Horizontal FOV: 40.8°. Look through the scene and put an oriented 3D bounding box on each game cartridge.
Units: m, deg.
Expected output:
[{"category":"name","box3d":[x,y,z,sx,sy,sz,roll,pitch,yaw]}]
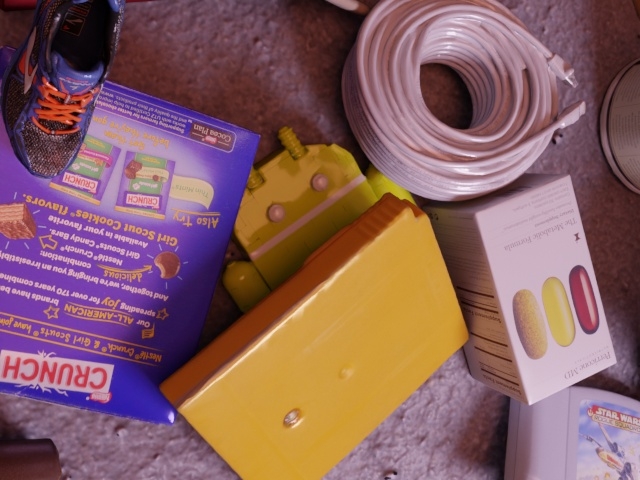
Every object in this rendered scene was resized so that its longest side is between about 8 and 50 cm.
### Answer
[{"category":"game cartridge","box3d":[0.014,0.130,0.951,0.324,0.053,0.285,-41,139,-13]},{"category":"game cartridge","box3d":[0.376,0.301,1.138,0.297,0.062,0.198,18,71,-22]}]

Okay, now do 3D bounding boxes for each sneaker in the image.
[{"category":"sneaker","box3d":[-0.218,-0.144,0.727,0.083,0.087,0.221,4,124,-28]}]

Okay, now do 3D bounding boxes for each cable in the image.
[{"category":"cable","box3d":[0.151,-0.174,0.999,0.257,0.089,0.257,-42,93,-22]}]

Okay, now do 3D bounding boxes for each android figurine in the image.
[{"category":"android figurine","box3d":[0.000,0.000,1.003,0.248,0.056,0.272,-34,108,-14]}]

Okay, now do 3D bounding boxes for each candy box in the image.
[{"category":"candy box","box3d":[-0.241,0.001,0.876,0.268,0.122,0.317,18,88,-22]}]

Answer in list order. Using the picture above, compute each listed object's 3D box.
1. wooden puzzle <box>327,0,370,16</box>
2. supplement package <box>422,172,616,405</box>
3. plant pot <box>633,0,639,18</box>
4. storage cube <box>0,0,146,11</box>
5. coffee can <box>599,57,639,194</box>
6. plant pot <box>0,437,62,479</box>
[{"category":"wooden puzzle","box3d":[-0.001,-0.424,0.851,0.322,0.081,0.347,-5,96,-62]},{"category":"supplement package","box3d":[0.243,0.053,1.055,0.139,0.134,0.244,-22,102,-17]},{"category":"plant pot","box3d":[0.529,-0.365,1.178,0.237,0.032,0.236,-2,97,-20]},{"category":"storage cube","box3d":[-0.225,-0.328,0.813,0.215,0.193,0.183,-11,99,-19]},{"category":"coffee can","box3d":[0.511,-0.152,1.054,0.202,0.275,0.201,-1,92,-19]},{"category":"plant pot","box3d":[-0.346,0.267,0.849,0.165,0.167,0.166,-2,96,-28]}]
